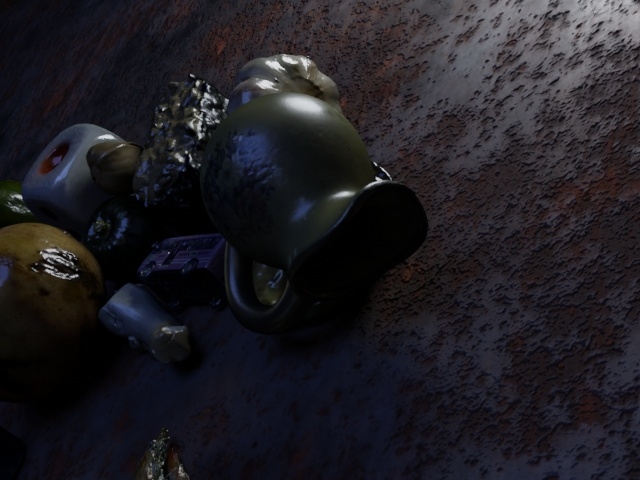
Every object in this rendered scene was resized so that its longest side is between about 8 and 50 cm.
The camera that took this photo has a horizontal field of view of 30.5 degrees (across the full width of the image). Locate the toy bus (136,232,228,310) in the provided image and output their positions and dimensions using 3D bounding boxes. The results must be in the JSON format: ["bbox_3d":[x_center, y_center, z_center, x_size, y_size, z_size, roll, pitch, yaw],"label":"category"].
[{"bbox_3d":[-0.205,0.046,1.922,0.199,0.096,0.108,-5,46,46],"label":"toy bus"}]

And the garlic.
[{"bbox_3d":[-0.084,-0.196,1.960,0.212,0.218,0.219,-27,35,46],"label":"garlic"}]

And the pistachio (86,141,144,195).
[{"bbox_3d":[-0.372,-0.137,2.191,0.113,0.113,0.149,-28,-8,28],"label":"pistachio"}]

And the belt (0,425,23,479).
[{"bbox_3d":[-0.593,0.402,1.998,0.141,0.082,0.190,5,57,50],"label":"belt"}]

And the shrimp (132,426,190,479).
[{"bbox_3d":[-0.227,0.341,1.665,0.101,0.042,0.190,-16,37,10],"label":"shrimp"}]

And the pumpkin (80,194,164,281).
[{"bbox_3d":[-0.364,-0.006,2.150,0.167,0.125,0.167,-24,32,16],"label":"pumpkin"}]

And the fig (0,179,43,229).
[{"bbox_3d":[-0.647,-0.036,2.491,0.244,0.195,0.195,8,55,20],"label":"fig"}]

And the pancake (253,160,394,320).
[{"bbox_3d":[0.000,0.000,1.769,0.294,0.049,0.294,-31,37,27],"label":"pancake"}]

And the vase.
[{"bbox_3d":[-0.037,-0.015,1.622,0.302,0.240,0.329,50,121,39],"label":"vase"}]

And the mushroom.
[{"bbox_3d":[-0.280,0.138,1.911,0.099,0.096,0.278,-53,35,-8],"label":"mushroom"}]

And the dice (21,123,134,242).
[{"bbox_3d":[-0.459,-0.105,2.317,0.194,0.192,0.193,1,53,50],"label":"dice"}]

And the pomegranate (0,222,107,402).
[{"bbox_3d":[-0.515,0.124,2.033,0.322,0.322,0.322,-31,34,24],"label":"pomegranate"}]

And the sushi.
[{"bbox_3d":[-0.231,-0.155,2.114,0.211,0.171,0.350,-33,32,24],"label":"sushi"}]
